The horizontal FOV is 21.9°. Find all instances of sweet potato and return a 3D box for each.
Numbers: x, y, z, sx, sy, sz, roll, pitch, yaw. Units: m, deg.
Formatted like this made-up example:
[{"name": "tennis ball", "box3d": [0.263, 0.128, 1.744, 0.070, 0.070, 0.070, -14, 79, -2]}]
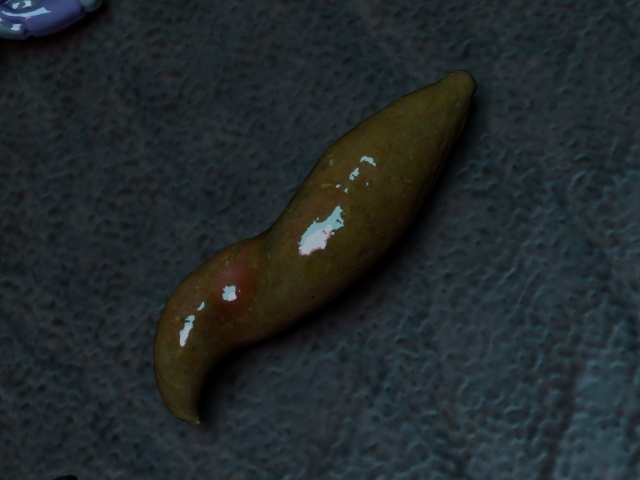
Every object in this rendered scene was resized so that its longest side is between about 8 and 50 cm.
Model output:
[{"name": "sweet potato", "box3d": [-0.002, -0.002, 0.738, 0.202, 0.058, 0.055, -42, 83, 0]}]

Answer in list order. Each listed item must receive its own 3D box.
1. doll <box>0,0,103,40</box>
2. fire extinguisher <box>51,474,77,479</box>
[{"name": "doll", "box3d": [-0.208, -0.115, 0.844, 0.227, 0.075, 0.102, -33, 72, -4]}, {"name": "fire extinguisher", "box3d": [-0.174, 0.158, 0.751, 0.157, 0.045, 0.078, -20, 87, 11]}]
